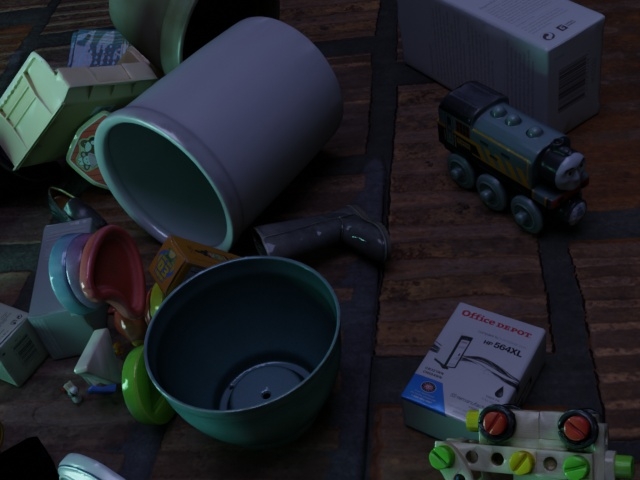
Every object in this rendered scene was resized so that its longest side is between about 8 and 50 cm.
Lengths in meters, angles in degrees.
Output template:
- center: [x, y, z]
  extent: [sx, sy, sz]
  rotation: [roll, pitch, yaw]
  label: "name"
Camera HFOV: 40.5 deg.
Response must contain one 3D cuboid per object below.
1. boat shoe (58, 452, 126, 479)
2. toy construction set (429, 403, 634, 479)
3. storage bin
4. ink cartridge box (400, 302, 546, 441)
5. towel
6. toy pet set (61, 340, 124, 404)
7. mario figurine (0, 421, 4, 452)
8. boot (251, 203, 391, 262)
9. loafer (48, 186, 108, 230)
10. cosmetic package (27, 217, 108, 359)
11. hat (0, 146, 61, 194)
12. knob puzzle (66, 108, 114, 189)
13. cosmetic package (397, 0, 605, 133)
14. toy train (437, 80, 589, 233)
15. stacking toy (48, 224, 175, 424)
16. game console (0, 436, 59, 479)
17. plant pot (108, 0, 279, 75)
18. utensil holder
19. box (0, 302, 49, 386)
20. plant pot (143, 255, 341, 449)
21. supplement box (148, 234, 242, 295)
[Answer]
- center: [-0.301, 0.394, 1.245]
  extent: [0.258, 0.095, 0.084]
  rotation: [20, 48, 32]
  label: "boat shoe"
- center: [0.276, 0.319, 1.107]
  extent: [0.327, 0.151, 0.215]
  rotation: [0, 82, 13]
  label: "toy construction set"
- center: [-0.513, -0.284, 1.807]
  extent: [0.123, 0.260, 0.262]
  rotation: [56, 35, 9]
  label: "storage bin"
- center: [0.234, 0.206, 1.307]
  extent: [0.148, 0.086, 0.203]
  rotation: [17, 52, 29]
  label: "ink cartridge box"
- center: [-0.430, -0.378, 2.028]
  extent: [0.370, 0.040, 0.272]
  rotation: [2, 71, 12]
  label: "towel"
- center: [-0.365, 0.230, 1.460]
  extent: [0.122, 0.114, 0.065]
  rotation: [-41, 90, -25]
  label: "toy pet set"
- center: [-0.668, 0.310, 1.349]
  extent: [0.320, 0.198, 0.170]
  rotation: [-15, 32, 13]
  label: "mario figurine"
- center: [0.000, 0.003, 1.554]
  extent: [0.208, 0.076, 0.189]
  rotation: [-9, 26, -24]
  label: "boot"
- center: [-0.507, -0.060, 1.787]
  extent: [0.170, 0.061, 0.062]
  rotation: [22, 53, 31]
  label: "loafer"
- center: [-0.450, 0.085, 1.579]
  extent: [0.107, 0.127, 0.238]
  rotation: [-9, 42, 4]
  label: "cosmetic package"
- center: [-0.747, -0.172, 1.890]
  extent: [0.331, 0.331, 0.134]
  rotation: [38, 103, 40]
  label: "hat"
- center: [-0.428, -0.177, 1.792]
  extent: [0.213, 0.213, 0.030]
  rotation: [-14, 34, -1]
  label: "knob puzzle"
- center: [0.363, -0.414, 1.809]
  extent: [0.161, 0.230, 0.453]
  rotation: [-32, 47, -19]
  label: "cosmetic package"
- center: [0.343, -0.154, 1.573]
  extent: [0.142, 0.190, 0.334]
  rotation: [-32, 46, -18]
  label: "toy train"
- center: [-0.335, 0.145, 1.394]
  extent: [0.130, 0.309, 0.280]
  rotation: [-12, 55, 21]
  label: "stacking toy"
- center: [-0.450, 0.460, 1.253]
  extent: [0.213, 0.044, 0.361]
  rotation: [-29, 46, -15]
  label: "game console"
- center: [-0.292, -0.490, 1.883]
  extent: [0.280, 0.323, 0.323]
  rotation: [28, 57, 25]
  label: "plant pot"
- center: [-0.181, -0.204, 1.672]
  extent: [0.327, 0.328, 0.385]
  rotation: [20, 50, 30]
  label: "utensil holder"
- center: [-0.626, 0.160, 1.558]
  extent: [0.275, 0.113, 0.094]
  rotation: [16, 50, 26]
  label: "box"
- center: [-0.099, 0.195, 1.323]
  extent: [0.293, 0.196, 0.293]
  rotation: [-7, 43, 7]
  label: "plant pot"
- center: [-0.169, 0.066, 1.454]
  extent: [0.080, 0.233, 0.078]
  rotation: [-54, 46, 13]
  label: "supplement box"
